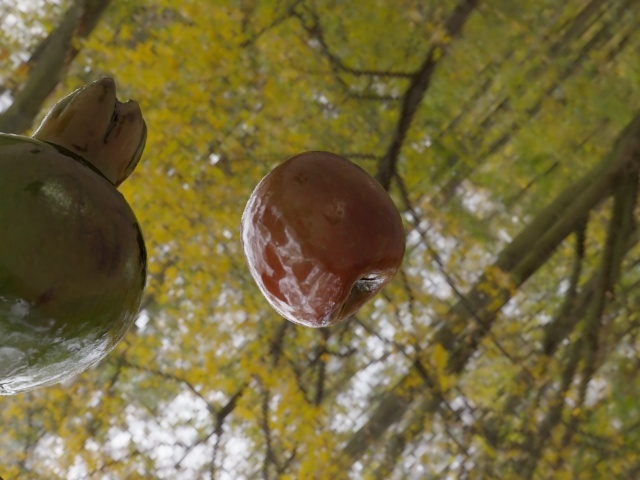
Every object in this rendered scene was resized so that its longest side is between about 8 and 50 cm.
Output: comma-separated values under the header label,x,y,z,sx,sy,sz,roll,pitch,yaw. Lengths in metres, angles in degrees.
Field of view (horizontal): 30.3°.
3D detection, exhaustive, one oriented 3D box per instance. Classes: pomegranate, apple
label,x,y,z,sx,sy,sz,roll,pitch,yaw
pomegranate,-0.191,0.000,0.846,0.241,0.159,0.190,-30,-85,-35
apple,0.000,0.000,1.309,0.168,0.181,0.181,42,-163,18

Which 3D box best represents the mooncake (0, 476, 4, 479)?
label,x,y,z,sx,sy,sz,roll,pitch,yaw
mooncake,-0.563,0.439,1.479,0.394,0.246,0.393,-32,-71,-42
